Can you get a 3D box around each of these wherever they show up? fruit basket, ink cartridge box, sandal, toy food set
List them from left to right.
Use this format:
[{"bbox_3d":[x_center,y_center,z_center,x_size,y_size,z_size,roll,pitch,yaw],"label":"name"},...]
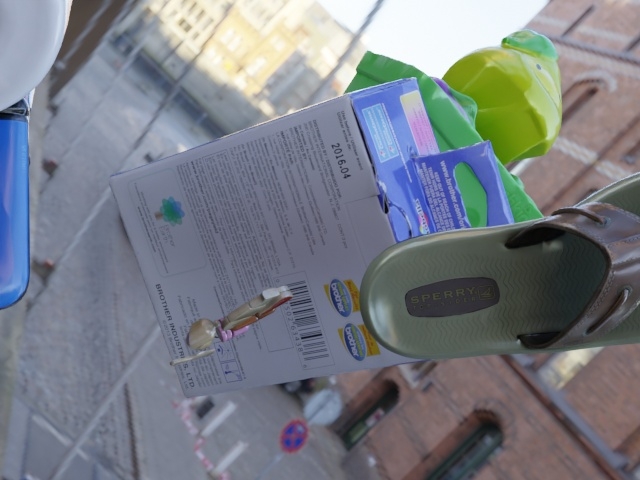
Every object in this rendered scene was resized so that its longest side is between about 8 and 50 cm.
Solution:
[{"bbox_3d":[-0.069,0.062,0.861,0.078,0.122,0.019,-8,67,-60],"label":"toy food set"},{"bbox_3d":[0.000,0.000,1.106,0.151,0.395,0.270,-27,100,-53],"label":"ink cartridge box"},{"bbox_3d":[0.212,-0.121,1.389,0.392,0.392,0.283,43,2,-23],"label":"fruit basket"},{"bbox_3d":[0.173,0.028,0.741,0.086,0.303,0.120,-12,86,-79],"label":"sandal"}]

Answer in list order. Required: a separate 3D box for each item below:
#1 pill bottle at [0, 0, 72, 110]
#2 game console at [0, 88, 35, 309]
[{"bbox_3d":[-0.281,-0.235,0.845,0.176,0.176,0.318,43,16,-27],"label":"pill bottle"},{"bbox_3d":[-0.391,-0.055,0.890,0.173,0.293,0.250,139,-51,-75],"label":"game console"}]
